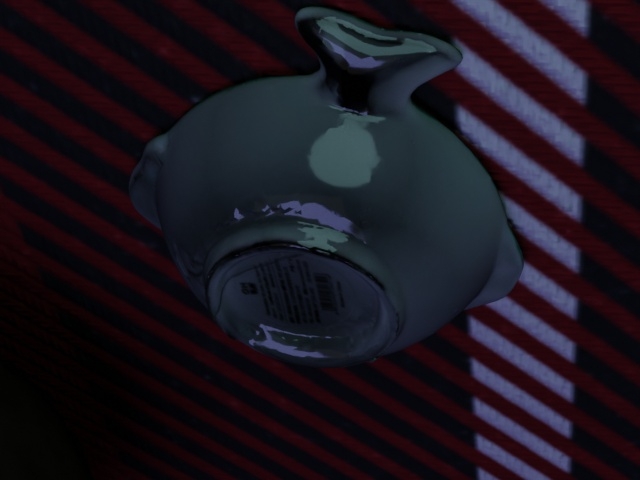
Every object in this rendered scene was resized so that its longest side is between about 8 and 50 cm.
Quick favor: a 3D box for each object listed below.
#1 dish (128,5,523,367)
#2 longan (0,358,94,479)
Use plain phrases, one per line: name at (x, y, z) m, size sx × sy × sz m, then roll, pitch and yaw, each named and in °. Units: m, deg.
dish at (0.000, 0.000, 0.654) m, size 0.224 × 0.078 × 0.246 m, roll 15°, pitch 139°, yaw 0°
longan at (-0.325, 0.230, 0.786) m, size 0.391 × 0.391 × 0.391 m, roll 8°, pitch 139°, yaw 7°
